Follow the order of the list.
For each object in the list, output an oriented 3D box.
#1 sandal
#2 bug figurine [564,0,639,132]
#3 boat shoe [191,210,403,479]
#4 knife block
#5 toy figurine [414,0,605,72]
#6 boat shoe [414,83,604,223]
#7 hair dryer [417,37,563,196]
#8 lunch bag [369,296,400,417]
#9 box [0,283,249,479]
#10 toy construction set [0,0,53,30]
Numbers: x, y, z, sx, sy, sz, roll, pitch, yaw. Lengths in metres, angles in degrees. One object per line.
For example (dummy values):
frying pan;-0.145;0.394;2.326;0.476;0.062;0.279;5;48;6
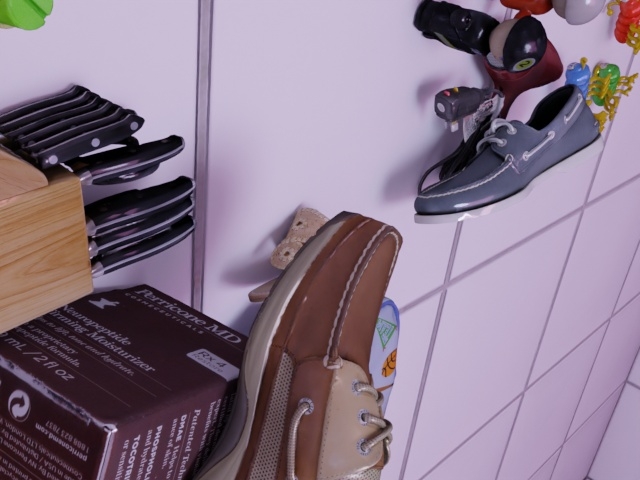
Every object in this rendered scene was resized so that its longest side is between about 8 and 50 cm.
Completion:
sandal;-0.005;0.001;0.783;0.240;0.088;0.079;-18;96;-53
bug figurine;0.451;-0.264;1.147;0.279;0.072;0.216;-47;150;-26
boat shoe;-0.002;0.142;0.529;0.324;0.119;0.122;-67;155;-4
knife block;-0.219;0.010;0.488;0.276;0.088;0.242;-58;145;-4
toy figurine;0.213;-0.306;0.751;0.213;0.148;0.210;-35;138;-31
boat shoe;0.233;-0.111;0.894;0.319;0.116;0.099;-26;107;-27
hair dryer;0.229;-0.186;0.948;0.293;0.080;0.224;-37;155;-22
lunch bag;-0.014;0.200;0.837;0.243;0.115;0.303;-38;140;-42
box;-0.166;0.150;0.553;0.203;0.168;0.167;-9;119;-61
toy construction set;-0.250;-0.146;0.280;0.327;0.151;0.215;-16;126;-45
